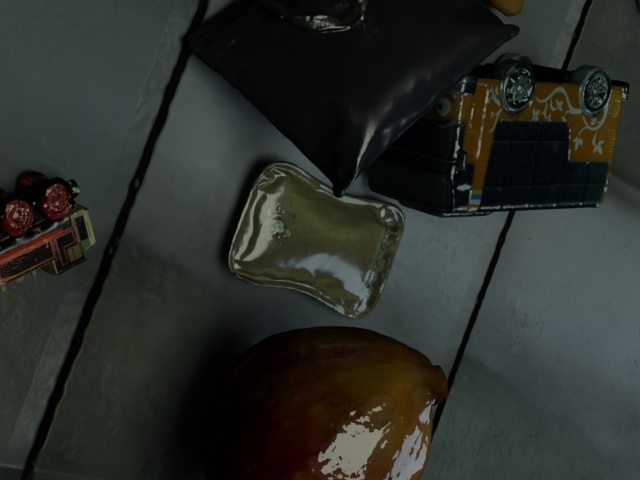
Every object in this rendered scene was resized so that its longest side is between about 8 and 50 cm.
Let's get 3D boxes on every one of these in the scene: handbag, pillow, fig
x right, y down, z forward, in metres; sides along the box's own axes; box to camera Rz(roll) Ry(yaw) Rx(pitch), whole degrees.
[{"bbox_3d":[0.030,-0.191,1.226,0.211,0.089,0.254,45,70,5],"label":"handbag"},{"bbox_3d":[0.000,0.000,1.335,0.217,0.033,0.130,22,88,-42],"label":"pillow"},{"bbox_3d":[-0.007,0.193,1.246,0.224,0.224,0.263,6,119,-41],"label":"fig"}]

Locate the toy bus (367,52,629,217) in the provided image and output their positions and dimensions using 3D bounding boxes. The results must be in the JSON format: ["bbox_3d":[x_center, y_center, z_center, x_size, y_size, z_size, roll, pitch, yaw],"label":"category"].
[{"bbox_3d":[0.184,-0.113,1.395,0.275,0.138,0.167,-2,105,-42],"label":"toy bus"}]

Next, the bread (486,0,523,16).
[{"bbox_3d":[0.191,-0.303,1.401,0.154,0.054,0.136,-24,115,-28],"label":"bread"}]

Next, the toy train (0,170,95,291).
[{"bbox_3d":[-0.256,-0.001,1.104,0.138,0.050,0.087,-28,122,-32],"label":"toy train"}]

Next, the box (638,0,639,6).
[{"bbox_3d":[0.418,-0.411,1.553,0.168,0.071,0.259,-40,124,-26],"label":"box"}]
